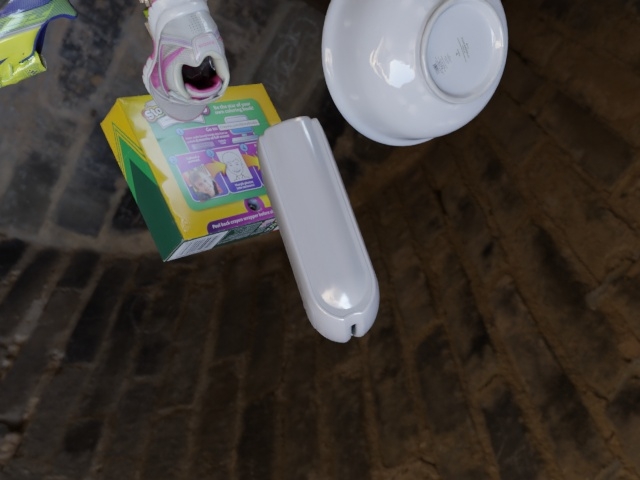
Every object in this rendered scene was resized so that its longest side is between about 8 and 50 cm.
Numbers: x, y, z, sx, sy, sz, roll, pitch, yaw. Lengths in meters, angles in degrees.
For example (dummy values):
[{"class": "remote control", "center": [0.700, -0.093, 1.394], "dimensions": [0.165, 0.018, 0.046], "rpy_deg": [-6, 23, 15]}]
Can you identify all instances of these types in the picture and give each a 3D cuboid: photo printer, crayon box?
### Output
[{"class": "photo printer", "center": [0.000, 0.000, 1.074], "dimensions": [0.256, 0.107, 0.307], "rpy_deg": [93, -22, -78]}, {"class": "crayon box", "center": [-0.215, -0.154, 1.480], "dimensions": [0.363, 0.313, 0.106], "rpy_deg": [-17, 165, -42]}]

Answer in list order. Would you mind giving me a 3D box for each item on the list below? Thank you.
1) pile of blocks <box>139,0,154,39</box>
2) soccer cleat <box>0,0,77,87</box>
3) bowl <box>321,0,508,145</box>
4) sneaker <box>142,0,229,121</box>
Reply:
[{"class": "pile of blocks", "center": [-0.374, -0.645, 1.720], "dimensions": [0.149, 0.112, 0.362], "rpy_deg": [-57, 141, -60]}, {"class": "soccer cleat", "center": [-0.470, -0.258, 1.044], "dimensions": [0.289, 0.121, 0.093], "rpy_deg": [-46, -145, 10]}, {"class": "bowl", "center": [0.161, -0.270, 1.010], "dimensions": [0.134, 0.298, 0.298], "rpy_deg": [27, -90, 57]}, {"class": "sneaker", "center": [-0.188, -0.231, 1.022], "dimensions": [0.111, 0.103, 0.252], "rpy_deg": [63, -17, 16]}]
